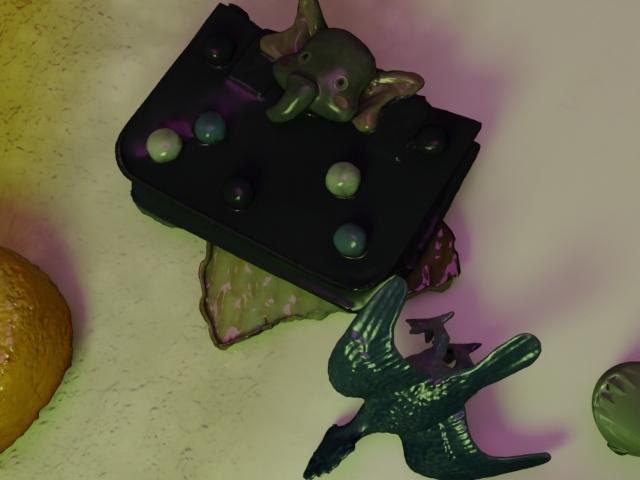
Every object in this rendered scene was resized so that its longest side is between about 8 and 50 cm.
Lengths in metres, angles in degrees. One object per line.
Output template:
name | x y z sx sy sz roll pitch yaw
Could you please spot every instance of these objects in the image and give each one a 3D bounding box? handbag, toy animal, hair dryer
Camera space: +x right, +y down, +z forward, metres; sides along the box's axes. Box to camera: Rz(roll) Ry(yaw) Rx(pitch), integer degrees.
handbag | -0.018 -0.104 1.378 0.325 0.118 0.269 26 72 16
toy animal | 0.097 0.155 1.291 0.239 0.255 0.176 44 51 -20
hair dryer | 0.355 0.198 1.196 0.267 0.229 0.092 32 96 16

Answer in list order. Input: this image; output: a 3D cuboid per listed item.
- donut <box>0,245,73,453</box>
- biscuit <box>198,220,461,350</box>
donut | -0.380 0.107 1.396 0.253 0.118 0.254 -9 64 19
biscuit | 0.000 0.000 1.410 0.273 0.036 0.187 -13 71 4
